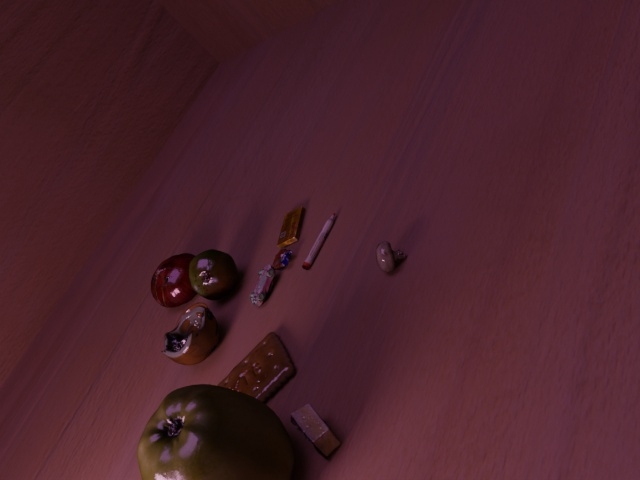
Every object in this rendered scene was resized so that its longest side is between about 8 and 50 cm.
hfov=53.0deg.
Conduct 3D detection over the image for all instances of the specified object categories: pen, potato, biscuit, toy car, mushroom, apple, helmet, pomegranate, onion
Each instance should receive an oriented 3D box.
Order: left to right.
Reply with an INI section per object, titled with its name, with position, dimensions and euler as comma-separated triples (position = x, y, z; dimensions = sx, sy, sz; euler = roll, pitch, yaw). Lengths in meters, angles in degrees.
[onion]
position = -0.557, 0.145, 2.481
dimensions = 0.248, 0.161, 0.248
euler = -19, 26, 10
[helmet]
position = -0.410, 0.320, 2.102
dimensions = 0.198, 0.130, 0.224
euler = -30, 24, 20
[apple]
position = -0.245, 0.512, 1.488
dimensions = 0.357, 0.357, 0.357
euler = -32, 34, 25
[pomegranate]
position = -0.372, 0.115, 2.279
dimensions = 0.180, 0.180, 0.209
euler = -40, 3, 12
[biscuit]
position = -0.217, 0.420, 1.829
dimensions = 0.325, 0.044, 0.217
euler = -45, 32, 4
[toy car]
position = -0.183, 0.147, 2.090
dimensions = 0.069, 0.055, 0.142
euler = -8, 58, 59
[potato]
position = -0.010, 0.445, 1.497
dimensions = 0.061, 0.086, 0.122
euler = -42, 31, -10
[pen]
position = 0.000, 0.000, 2.059
dimensions = 0.026, 0.026, 0.218
euler = -3, 52, 50
[mushroom]
position = 0.190, 0.041, 1.735
dimensions = 0.079, 0.085, 0.085
euler = -11, 37, 3

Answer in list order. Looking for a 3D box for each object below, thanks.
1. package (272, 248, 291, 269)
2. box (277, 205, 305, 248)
[package]
position = -0.124, 0.060, 2.140
dimensions = 0.111, 0.033, 0.077
euler = -14, 66, 63
[box]
position = -0.102, -0.046, 2.243
dimensions = 0.089, 0.022, 0.156
euler = -27, 36, 33
